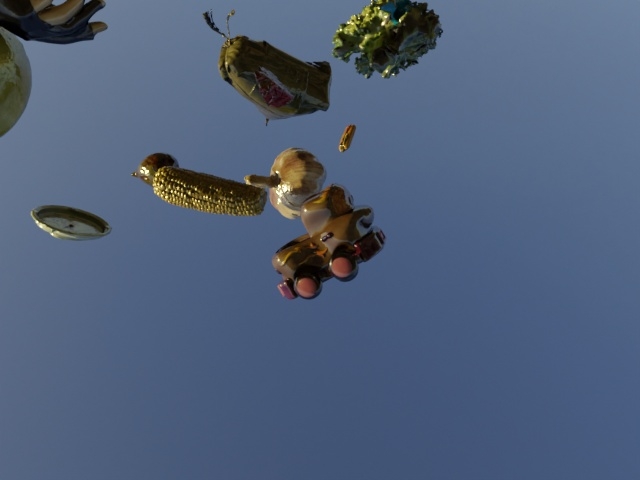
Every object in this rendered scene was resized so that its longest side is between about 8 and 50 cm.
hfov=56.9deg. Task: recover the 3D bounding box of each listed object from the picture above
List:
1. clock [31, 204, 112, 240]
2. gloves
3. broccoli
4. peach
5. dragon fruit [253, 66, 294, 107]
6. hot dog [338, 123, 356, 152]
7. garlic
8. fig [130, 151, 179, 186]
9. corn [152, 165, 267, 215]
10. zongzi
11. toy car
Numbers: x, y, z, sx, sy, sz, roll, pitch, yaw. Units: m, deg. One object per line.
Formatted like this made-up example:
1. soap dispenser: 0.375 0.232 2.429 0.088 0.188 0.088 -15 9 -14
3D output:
1. clock: -0.772 -0.045 1.830 0.237 0.053 0.236 20 -164 -6
2. gloves: -0.642 -0.530 1.346 0.301 0.152 0.197 -6 -163 -29
3. broccoli: 0.110 -0.332 0.987 0.167 0.154 0.160 21 -145 -9
4. peach: -0.856 -0.391 1.405 0.316 0.314 0.281 -37 -154 9
5. dragon fruit: -0.134 -0.384 1.505 0.097 0.063 0.131 50 -163 10
6. hot dog: 0.067 -0.265 1.521 0.037 0.021 0.083 -8 -125 45
7. garlic: -0.126 -0.197 1.966 0.253 0.245 0.245 5 -135 -21
8. fig: -0.489 -0.202 1.729 0.155 0.103 0.109 -10 -161 10
9. corn: -0.291 -0.120 1.505 0.311 0.101 0.101 15 -132 7
10. zongzi: -0.233 -0.503 1.852 0.447 0.418 0.181 18 -105 -31
11. toy car: 0.000 0.000 1.649 0.341 0.240 0.271 -30 -175 16
